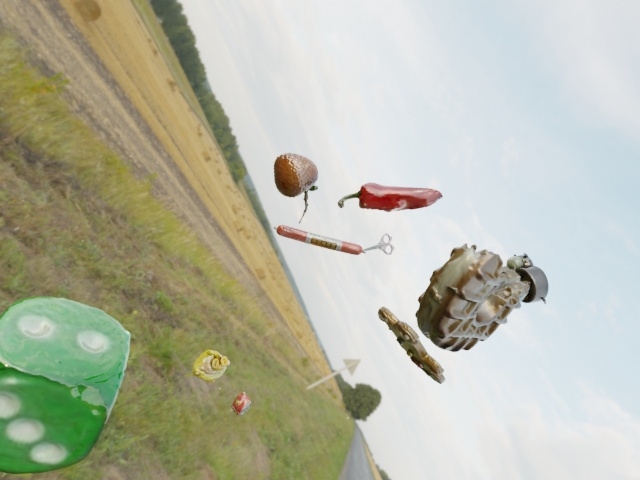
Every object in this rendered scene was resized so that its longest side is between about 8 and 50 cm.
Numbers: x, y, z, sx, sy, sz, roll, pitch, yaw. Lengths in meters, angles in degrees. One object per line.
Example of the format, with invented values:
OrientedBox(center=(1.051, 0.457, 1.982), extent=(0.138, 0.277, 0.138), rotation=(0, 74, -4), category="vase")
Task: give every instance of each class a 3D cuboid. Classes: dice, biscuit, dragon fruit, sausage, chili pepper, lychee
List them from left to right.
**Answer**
OrientedBox(center=(-0.642, 0.326, 1.014), extent=(0.300, 0.297, 0.287), rotation=(24, 21, -24), category="dice")
OrientedBox(center=(-0.279, 0.568, 1.498), extent=(0.056, 0.060, 0.083), rotation=(43, -41, 19), category="dragon fruit")
OrientedBox(center=(-0.057, -0.141, 1.013), extent=(0.101, 0.114, 0.140), rotation=(47, -6, 43), category="lychee")
OrientedBox(center=(0.000, 0.000, 1.131), extent=(0.034, 0.253, 0.034), rotation=(-166, -90, -82), category="sausage")
OrientedBox(center=(0.258, -0.160, 1.609), extent=(0.110, 0.387, 0.110), rotation=(3, 90, -89), category="chili pepper")
OrientedBox(center=(0.398, 0.475, 1.829), extent=(0.432, 0.064, 0.283), rotation=(55, -10, -27), category="biscuit")
OrientedBox(center=(0.361, 0.151, 1.047), extent=(0.366, 0.268, 0.115), rotation=(22, 18, -46), category="biscuit")

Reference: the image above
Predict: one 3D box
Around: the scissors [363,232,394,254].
OrientedBox(center=(0.250, 0.028, 1.897), extent=(0.015, 0.189, 0.100), rotation=(-5, -84, 58), category="scissors")

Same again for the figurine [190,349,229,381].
OrientedBox(center=(-0.439, 0.502, 1.748), extent=(0.246, 0.156, 0.131), rotation=(-37, -115, 52), category="figurine")

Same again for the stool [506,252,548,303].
OrientedBox(center=(0.703, 0.131, 1.508), extent=(0.125, 0.121, 0.217), rotation=(96, -13, -53), category="stool")
